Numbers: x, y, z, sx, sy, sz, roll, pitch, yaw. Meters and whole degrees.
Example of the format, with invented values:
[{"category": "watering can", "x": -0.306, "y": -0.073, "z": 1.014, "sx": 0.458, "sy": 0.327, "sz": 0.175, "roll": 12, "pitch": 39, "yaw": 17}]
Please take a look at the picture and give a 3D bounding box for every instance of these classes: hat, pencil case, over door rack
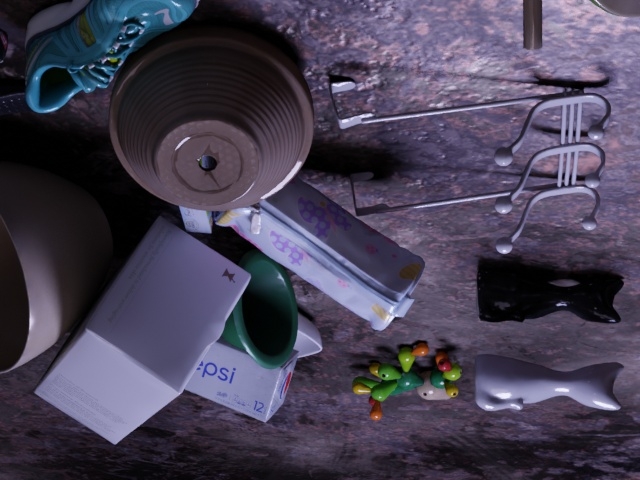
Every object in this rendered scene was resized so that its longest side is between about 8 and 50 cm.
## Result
[{"category": "hat", "x": -0.148, "y": 0.114, "z": 2.123, "sx": 0.184, "sy": 0.173, "sz": 0.208, "roll": -7, "pitch": 148, "yaw": 28}, {"category": "pencil case", "x": 0.000, "y": 0.000, "z": 1.817, "sx": 0.273, "sy": 0.113, "sz": 0.124, "roll": 34, "pitch": 176, "yaw": -8}, {"category": "over door rack", "x": 0.178, "y": -0.082, "z": 1.728, "sx": 0.324, "sy": 0.108, "sz": 0.239, "roll": 3, "pitch": 152, "yaw": 9}]

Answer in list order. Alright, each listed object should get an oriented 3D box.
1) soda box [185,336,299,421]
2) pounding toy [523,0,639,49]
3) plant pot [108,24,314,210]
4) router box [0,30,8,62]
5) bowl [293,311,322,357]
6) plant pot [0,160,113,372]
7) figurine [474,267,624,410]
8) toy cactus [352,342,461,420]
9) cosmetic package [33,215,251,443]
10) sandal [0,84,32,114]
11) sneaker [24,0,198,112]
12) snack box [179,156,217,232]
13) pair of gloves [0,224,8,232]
[{"category": "soda box", "x": -0.186, "y": 0.173, "z": 2.213, "sx": 0.286, "sy": 0.098, "sz": 0.091, "roll": 20, "pitch": -162, "yaw": 11}, {"category": "pounding toy", "x": 0.247, "y": -0.293, "z": 1.276, "sx": 0.237, "sy": 0.110, "sz": 0.183, "roll": -22, "pitch": 127, "yaw": -21}, {"category": "plant pot", "x": -0.125, "y": -0.115, "z": 1.624, "sx": 0.237, "sy": 0.109, "sz": 0.237, "roll": 0, "pitch": 126, "yaw": 0}, {"category": "router box", "x": -0.433, "y": -0.236, "z": 1.639, "sx": 0.092, "sy": 0.038, "sz": 0.122, "roll": -14, "pitch": 146, "yaw": 35}, {"category": "bowl", "x": -0.080, "y": 0.139, "z": 2.288, "sx": 0.142, "sy": 0.053, "sz": 0.142, "roll": -13, "pitch": 148, "yaw": 35}, {"category": "plant pot", "x": -0.392, "y": 0.013, "z": 1.923, "sx": 0.191, "sy": 0.284, "sz": 0.284, "roll": -21, "pitch": 174, "yaw": -40}, {"category": "figurine", "x": 0.325, "y": 0.145, "z": 2.031, "sx": 0.210, "sy": 0.214, "sz": 0.092, "roll": 0, "pitch": 155, "yaw": 8}, {"category": "toy cactus", "x": 0.164, "y": 0.244, "z": 2.407, "sx": 0.219, "sy": 0.112, "sz": 0.180, "roll": -25, "pitch": 150, "yaw": 34}, {"category": "cosmetic package", "x": -0.250, "y": 0.133, "z": 1.961, "sx": 0.155, "sy": 0.197, "sz": 0.365, "roll": 34, "pitch": 152, "yaw": -7}, {"category": "sandal", "x": -0.428, "y": -0.177, "z": 1.765, "sx": 0.179, "sy": 0.040, "sz": 0.067, "roll": -6, "pitch": 160, "yaw": -7}, {"category": "sneaker", "x": -0.230, "y": -0.215, "z": 1.556, "sx": 0.107, "sy": 0.110, "sz": 0.275, "roll": 27, "pitch": 146, "yaw": -34}, {"category": "snack box", "x": -0.156, "y": -0.085, "z": 1.806, "sx": 0.037, "sy": 0.100, "sz": 0.141, "roll": 4, "pitch": 154, "yaw": 6}, {"category": "pair of gloves", "x": -0.452, "y": 0.017, "z": 2.142, "sx": 0.204, "sy": 0.042, "sz": 0.240, "roll": 0, "pitch": 155, "yaw": 13}]
